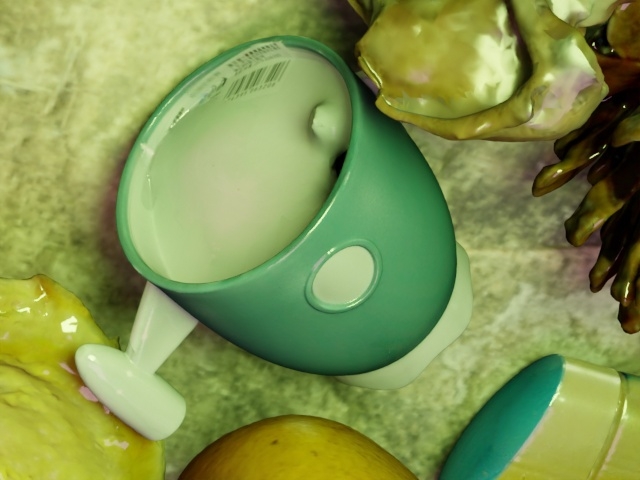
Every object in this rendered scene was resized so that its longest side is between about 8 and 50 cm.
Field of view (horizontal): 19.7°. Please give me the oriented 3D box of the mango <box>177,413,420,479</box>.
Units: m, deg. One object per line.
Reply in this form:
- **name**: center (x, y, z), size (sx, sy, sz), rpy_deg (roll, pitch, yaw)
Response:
- **mango**: center (-0.003, 0.203, 1.066), size (0.199, 0.350, 0.201), rpy_deg (19, 78, 2)

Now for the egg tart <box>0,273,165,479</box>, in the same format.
- **egg tart**: center (-0.241, 0.124, 1.101), size (0.315, 0.120, 0.315), rpy_deg (-5, 125, -7)

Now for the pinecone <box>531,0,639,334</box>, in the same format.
- **pinecone**: center (0.228, -0.042, 1.007), size (0.229, 0.201, 0.202), rpy_deg (7, 168, -42)

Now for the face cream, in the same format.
- **face cream**: center (0.226, 0.158, 1.221), size (0.285, 0.067, 0.139), rpy_deg (16, 118, -18)

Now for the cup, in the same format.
- **cup**: center (0.000, 0.000, 1.027), size (0.300, 0.167, 0.173), rpy_deg (-44, 131, 3)

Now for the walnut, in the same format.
- **walnut**: center (0.085, -0.176, 0.916), size (0.204, 0.141, 0.238), rpy_deg (25, 106, 24)
